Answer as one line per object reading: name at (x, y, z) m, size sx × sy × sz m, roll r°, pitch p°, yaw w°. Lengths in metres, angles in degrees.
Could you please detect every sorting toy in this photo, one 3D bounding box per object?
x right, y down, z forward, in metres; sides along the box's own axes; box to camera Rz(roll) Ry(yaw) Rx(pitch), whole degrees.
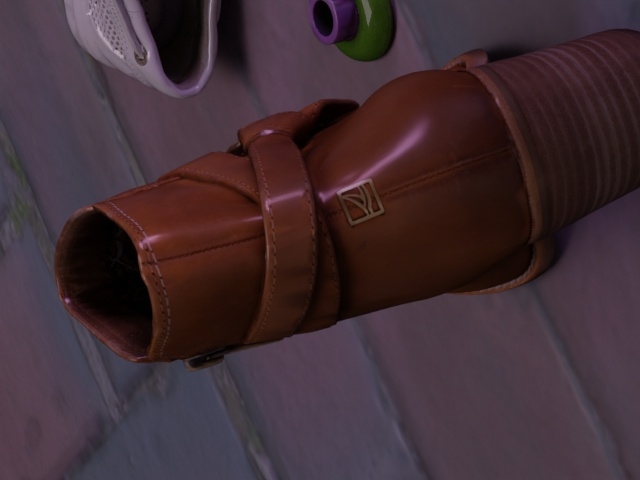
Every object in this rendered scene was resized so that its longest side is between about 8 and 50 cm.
sorting toy at (-0.005, -0.131, 0.924) m, size 0.061 × 0.042 × 0.102 m, roll -13°, pitch 94°, yaw 60°

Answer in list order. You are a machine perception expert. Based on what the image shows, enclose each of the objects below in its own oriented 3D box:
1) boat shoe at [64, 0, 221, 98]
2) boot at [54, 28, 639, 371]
boat shoe at (-0.083, -0.199, 0.973) m, size 0.096 × 0.098 × 0.277 m, roll 40°, pitch 146°, yaw 43°
boot at (0.000, 0.000, 0.787) m, size 0.109 × 0.220 × 0.283 m, roll 71°, pitch 163°, yaw -3°
